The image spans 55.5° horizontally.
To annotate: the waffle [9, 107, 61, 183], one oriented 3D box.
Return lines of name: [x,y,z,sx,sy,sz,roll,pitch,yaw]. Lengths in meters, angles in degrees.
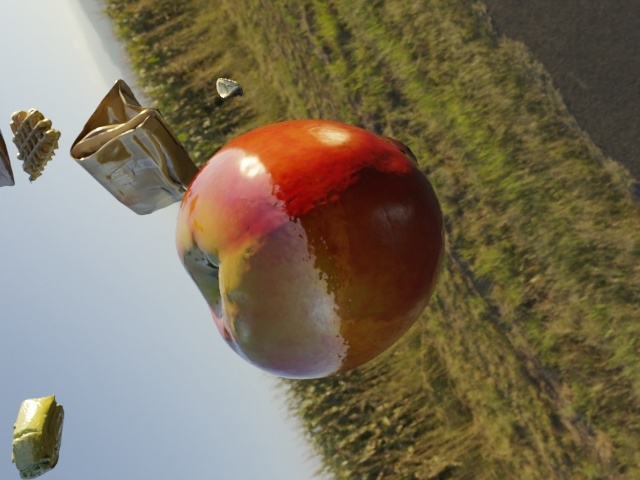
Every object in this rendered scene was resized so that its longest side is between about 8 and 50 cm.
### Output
waffle: [-0.614,-0.199,1.322,0.161,0.046,0.192,35,132,22]

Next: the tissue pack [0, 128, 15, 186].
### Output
tissue pack: [-0.628,-0.185,1.137,0.115,0.065,0.155,97,150,-51]

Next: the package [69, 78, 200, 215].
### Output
package: [-0.401,-0.191,1.432,0.165,0.221,0.311,21,163,18]

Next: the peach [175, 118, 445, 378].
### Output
peach: [0.000,0.000,0.853,0.388,0.388,0.388,61,174,10]

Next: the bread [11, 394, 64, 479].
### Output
bread: [-0.876,0.605,1.879,0.257,0.124,0.185,-112,20,-59]

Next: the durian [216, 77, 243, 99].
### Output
durian: [-0.273,-0.466,1.862,0.130,0.052,0.066,20,127,45]
